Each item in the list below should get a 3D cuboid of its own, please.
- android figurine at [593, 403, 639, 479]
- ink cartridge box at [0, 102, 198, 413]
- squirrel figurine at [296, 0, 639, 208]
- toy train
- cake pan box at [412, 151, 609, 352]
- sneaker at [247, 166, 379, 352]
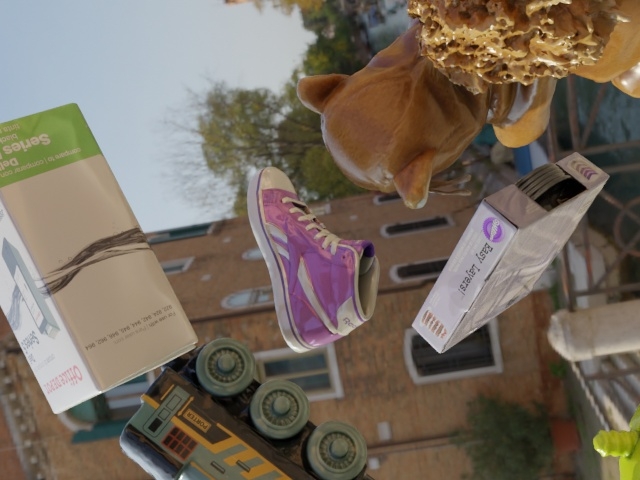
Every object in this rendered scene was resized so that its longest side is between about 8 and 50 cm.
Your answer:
[{"bbox_3d":[0.347,0.186,0.568,0.056,0.273,0.248,84,-176,-81],"label":"android figurine"},{"bbox_3d":[-0.265,0.028,0.782,0.198,0.115,0.272,-31,86,55],"label":"ink cartridge box"},{"bbox_3d":[0.156,-0.214,0.748,0.281,0.370,0.397,52,173,14],"label":"squirrel figurine"},{"bbox_3d":[-0.091,0.270,0.955,0.190,0.334,0.142,-51,-8,-28],"label":"toy train"},{"bbox_3d":[0.268,0.014,1.055,0.070,0.246,0.266,43,137,23],"label":"cake pan box"},{"bbox_3d":[0.001,0.000,1.060,0.102,0.161,0.282,8,-121,-55],"label":"sneaker"}]
